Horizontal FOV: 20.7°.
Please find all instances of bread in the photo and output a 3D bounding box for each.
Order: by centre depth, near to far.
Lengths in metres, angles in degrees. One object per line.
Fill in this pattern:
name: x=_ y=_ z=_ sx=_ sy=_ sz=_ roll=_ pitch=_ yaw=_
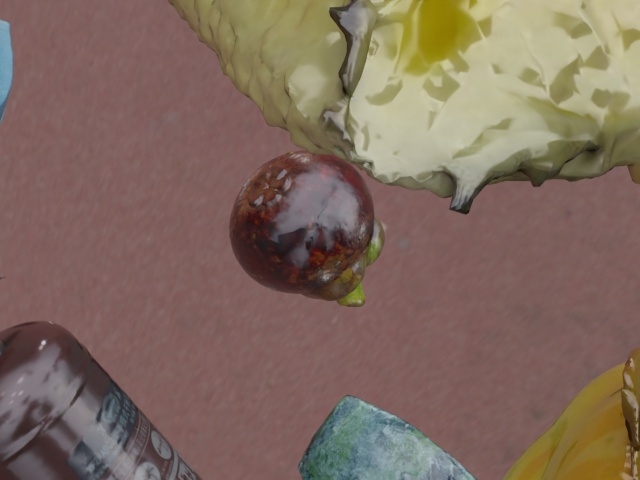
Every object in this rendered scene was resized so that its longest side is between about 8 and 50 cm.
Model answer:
bread: x=0.034 y=-0.110 z=0.382 sx=0.140 sy=0.160 sz=0.169 roll=-2 pitch=33 yaw=-27

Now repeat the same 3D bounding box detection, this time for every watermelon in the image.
watermelon: x=0.085 y=0.282 z=1.413 sx=0.148 sy=0.226 sz=0.318 roll=-43 pitch=88 yaw=-16

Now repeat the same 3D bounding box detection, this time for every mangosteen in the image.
mangosteen: x=0.003 y=-0.007 z=1.735 sx=0.181 sy=0.146 sz=0.156 roll=31 pitch=44 yaw=-22

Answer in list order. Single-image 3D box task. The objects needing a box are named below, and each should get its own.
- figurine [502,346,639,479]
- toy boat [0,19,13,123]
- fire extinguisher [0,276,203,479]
figurine: x=0.139 y=0.116 z=0.647 sx=0.156 sy=0.246 sz=0.131 roll=-8 pitch=70 yaw=15
toy boat: x=-0.356 y=-0.148 z=1.715 sx=0.088 sy=0.102 sz=0.215 roll=23 pitch=38 yaw=-30
fire extinguisher: x=-0.146 y=0.148 z=1.113 sx=0.337 sy=0.114 sz=0.135 roll=51 pitch=27 yaw=-24
